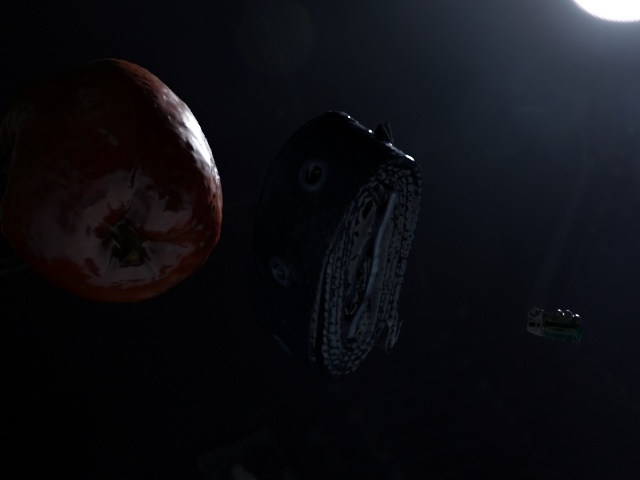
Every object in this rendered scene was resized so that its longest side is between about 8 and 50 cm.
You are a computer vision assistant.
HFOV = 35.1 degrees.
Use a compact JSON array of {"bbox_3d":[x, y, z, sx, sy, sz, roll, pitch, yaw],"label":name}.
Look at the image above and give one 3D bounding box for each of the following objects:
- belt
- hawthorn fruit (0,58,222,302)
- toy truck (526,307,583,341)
[{"bbox_3d":[0.001,0.000,0.840,0.122,0.128,0.218,-22,-44,-38],"label":"belt"},{"bbox_3d":[-0.222,-0.058,1.068,0.258,0.262,0.258,-39,-19,-17],"label":"hawthorn fruit"},{"bbox_3d":[0.344,0.124,1.485,0.039,0.083,0.044,25,-107,-52],"label":"toy truck"}]
